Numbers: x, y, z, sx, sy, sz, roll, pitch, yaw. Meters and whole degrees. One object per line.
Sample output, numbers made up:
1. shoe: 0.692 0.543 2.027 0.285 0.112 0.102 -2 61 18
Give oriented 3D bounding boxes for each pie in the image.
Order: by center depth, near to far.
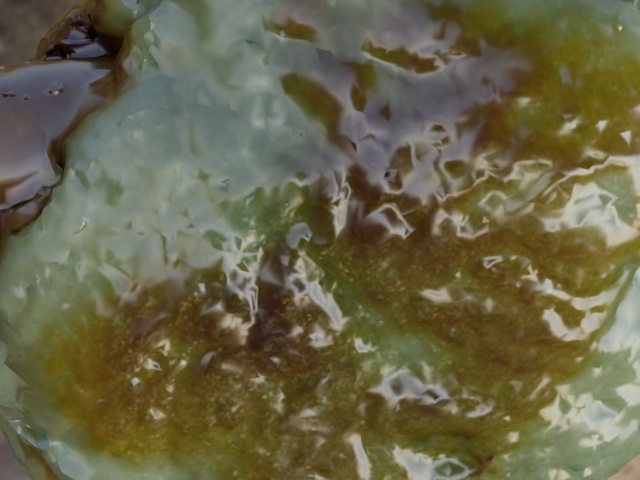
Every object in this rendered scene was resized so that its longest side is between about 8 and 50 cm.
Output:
1. pie: 0.007 0.005 0.610 0.257 0.274 0.105 56 7 -21
